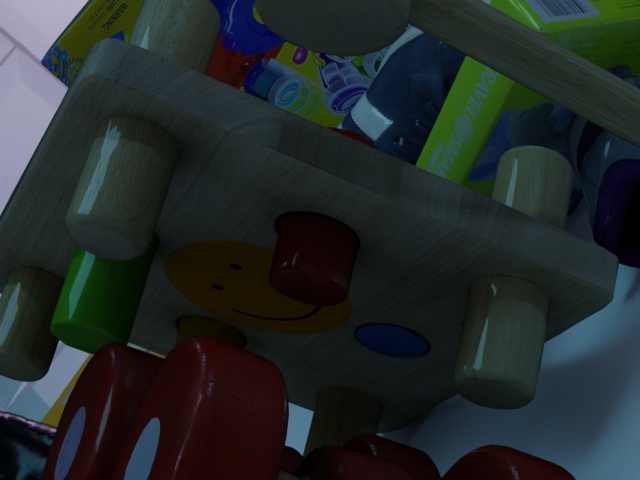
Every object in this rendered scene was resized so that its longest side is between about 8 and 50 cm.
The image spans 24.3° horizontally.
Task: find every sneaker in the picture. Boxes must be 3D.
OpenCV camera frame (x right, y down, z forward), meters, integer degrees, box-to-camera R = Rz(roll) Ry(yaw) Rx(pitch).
[{"bbox_3d":[0.045,-0.021,0.950,0.350,0.131,0.148,-41,17,57],"label":"sneaker"},{"bbox_3d":[0.206,-0.062,0.687,0.224,0.083,0.098,-45,32,43],"label":"sneaker"}]

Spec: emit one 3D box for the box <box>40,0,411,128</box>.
[{"bbox_3d":[-0.001,-0.171,1.143,0.290,0.279,0.177,-43,15,24],"label":"box"}]

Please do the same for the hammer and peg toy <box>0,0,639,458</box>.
[{"bbox_3d":[0.000,0.000,0.681,0.361,0.266,0.127,-42,30,58],"label":"hammer and peg toy"}]

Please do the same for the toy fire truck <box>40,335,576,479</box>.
[{"bbox_3d":[-0.038,0.185,0.606,0.302,0.169,0.254,-14,56,68],"label":"toy fire truck"}]

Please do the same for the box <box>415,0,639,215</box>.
[{"bbox_3d":[0.113,-0.062,0.795,0.109,0.042,0.178,-13,-36,-32],"label":"box"}]

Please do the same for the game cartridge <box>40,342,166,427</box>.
[{"bbox_3d":[-0.128,0.056,1.401,0.285,0.053,0.323,-31,24,51],"label":"game cartridge"}]

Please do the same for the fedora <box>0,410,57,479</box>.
[{"bbox_3d":[-0.275,0.242,1.048,0.334,0.334,0.152,-104,26,-73],"label":"fedora"}]
